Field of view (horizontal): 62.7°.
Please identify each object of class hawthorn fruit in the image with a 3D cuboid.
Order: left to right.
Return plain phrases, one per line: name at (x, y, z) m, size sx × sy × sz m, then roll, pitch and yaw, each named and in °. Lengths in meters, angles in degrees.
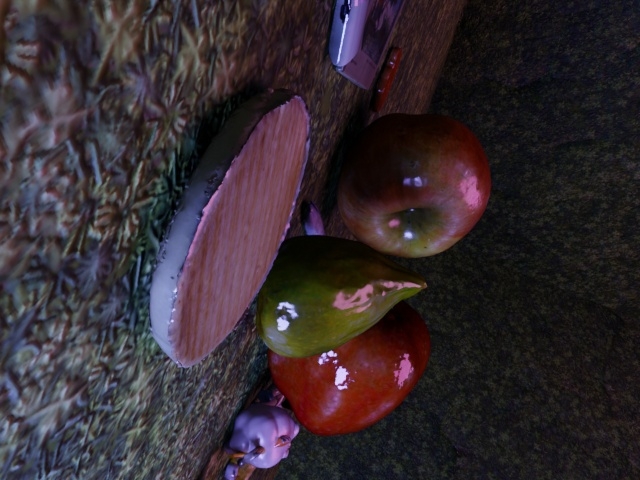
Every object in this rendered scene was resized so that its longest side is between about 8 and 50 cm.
hawthorn fruit at (0.049, 0.206, 0.965) m, size 0.295 × 0.295 × 0.311 m, roll 16°, pitch 86°, yaw -81°

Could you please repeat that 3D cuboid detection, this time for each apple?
apple at (0.170, -0.116, 0.988) m, size 0.309 × 0.277 × 0.250 m, roll -39°, pitch -149°, yaw 50°

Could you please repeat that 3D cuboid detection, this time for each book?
book at (0.095, -0.355, 0.721) m, size 0.215 × 0.025 × 0.283 m, roll -35°, pitch 148°, yaw -72°

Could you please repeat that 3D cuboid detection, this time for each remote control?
remote control at (0.041, -0.276, 0.565) m, size 0.166 × 0.029 × 0.065 m, roll 102°, pitch 14°, yaw -48°

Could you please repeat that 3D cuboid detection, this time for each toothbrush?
toothbrush at (0.000, 0.000, 0.982) m, size 0.413 × 0.042 × 0.035 m, roll 69°, pitch 44°, yaw -74°

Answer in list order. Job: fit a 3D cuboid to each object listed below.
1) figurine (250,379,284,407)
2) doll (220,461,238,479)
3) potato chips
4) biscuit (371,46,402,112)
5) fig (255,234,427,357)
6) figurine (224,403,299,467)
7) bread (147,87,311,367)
figurine at (-0.070, 0.333, 1.164) m, size 0.260 × 0.103 × 0.205 m, roll -18°, pitch 128°, yaw -66°
doll at (-0.211, 0.516, 0.785) m, size 0.160 × 0.094 × 0.365 m, roll 82°, pitch 30°, yaw -58°
potato chips at (-0.132, 0.454, 1.221) m, size 0.407 × 0.057 × 0.080 m, roll 7°, pitch 102°, yaw -81°
biscuit at (0.129, -0.315, 1.034) m, size 0.102 × 0.019 × 0.130 m, roll -33°, pitch 144°, yaw -76°
fig at (0.011, 0.058, 0.706) m, size 0.233 × 0.167 × 0.167 m, roll -30°, pitch 151°, yaw -30°
figurine at (-0.108, 0.364, 0.978) m, size 0.229 × 0.137 × 0.112 m, roll 102°, pitch -19°, yaw -65°
bread at (-0.075, -0.011, 0.475) m, size 0.267 × 0.040 × 0.267 m, roll 22°, pitch 90°, yaw -82°
